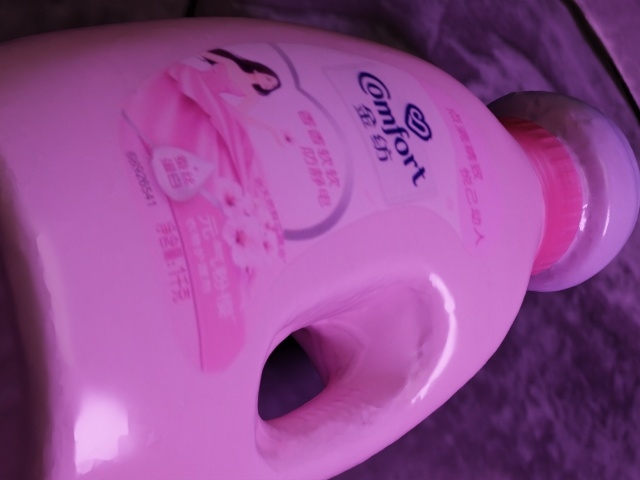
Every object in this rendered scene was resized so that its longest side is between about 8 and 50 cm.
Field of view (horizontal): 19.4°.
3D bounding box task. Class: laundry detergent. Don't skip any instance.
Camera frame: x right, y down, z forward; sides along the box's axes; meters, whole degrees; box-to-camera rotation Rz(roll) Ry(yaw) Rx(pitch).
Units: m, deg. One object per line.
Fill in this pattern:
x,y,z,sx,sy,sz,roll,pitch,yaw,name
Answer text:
0.000,0.000,0.642,0.335,0.088,0.159,-11,89,-51,laundry detergent
